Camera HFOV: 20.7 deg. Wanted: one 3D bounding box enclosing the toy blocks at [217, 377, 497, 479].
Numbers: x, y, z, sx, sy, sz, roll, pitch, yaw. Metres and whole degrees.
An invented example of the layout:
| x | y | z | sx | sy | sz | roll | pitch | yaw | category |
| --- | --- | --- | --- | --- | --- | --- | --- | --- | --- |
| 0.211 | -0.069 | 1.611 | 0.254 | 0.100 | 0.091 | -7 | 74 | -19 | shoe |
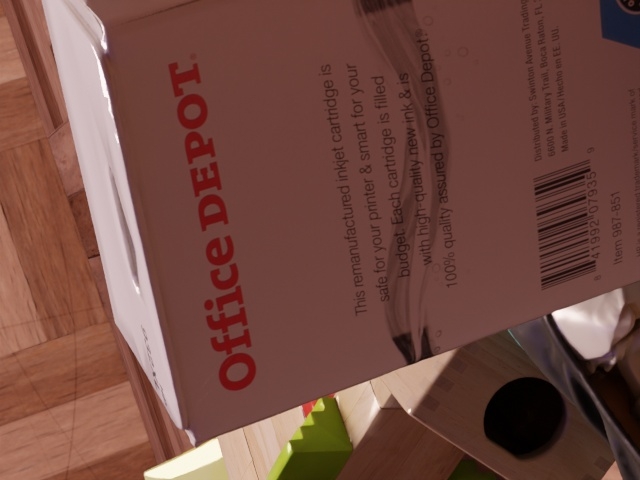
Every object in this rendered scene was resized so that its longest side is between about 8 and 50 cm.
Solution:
| x | y | z | sx | sy | sz | roll | pitch | yaw | category |
| --- | --- | --- | --- | --- | --- | --- | --- | --- | --- |
| 0.012 | 0.082 | 1.336 | 0.381 | 0.191 | 0.261 | -62 | 37 | 41 | toy blocks |

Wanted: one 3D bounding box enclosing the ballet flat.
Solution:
| x | y | z | sx | sy | sz | roll | pitch | yaw | category |
| --- | --- | --- | --- | --- | --- | --- | --- | --- | --- |
| 0.186 | 0.074 | 0.953 | 0.280 | 0.095 | 0.096 | 57 | 152 | 12 | ballet flat |

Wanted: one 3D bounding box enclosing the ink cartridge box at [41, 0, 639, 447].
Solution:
| x | y | z | sx | sy | sz | roll | pitch | yaw | category |
| --- | --- | --- | --- | --- | --- | --- | --- | --- | --- |
| 0.037 | -0.066 | 0.867 | 0.129 | 0.307 | 0.223 | -133 | 29 | -55 | ink cartridge box |

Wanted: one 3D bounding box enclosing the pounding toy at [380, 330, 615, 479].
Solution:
| x | y | z | sx | sy | sz | roll | pitch | yaw | category |
| --- | --- | --- | --- | --- | --- | --- | --- | --- | --- |
| 0.150 | 0.109 | 1.060 | 0.206 | 0.094 | 0.181 | 34 | -176 | -17 | pounding toy |

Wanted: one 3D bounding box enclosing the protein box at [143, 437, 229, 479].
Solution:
| x | y | z | sx | sy | sz | roll | pitch | yaw | category |
| --- | --- | --- | --- | --- | --- | --- | --- | --- | --- |
| -0.012 | 0.255 | 1.539 | 0.136 | 0.200 | 0.201 | 4 | -119 | -65 | protein box |
